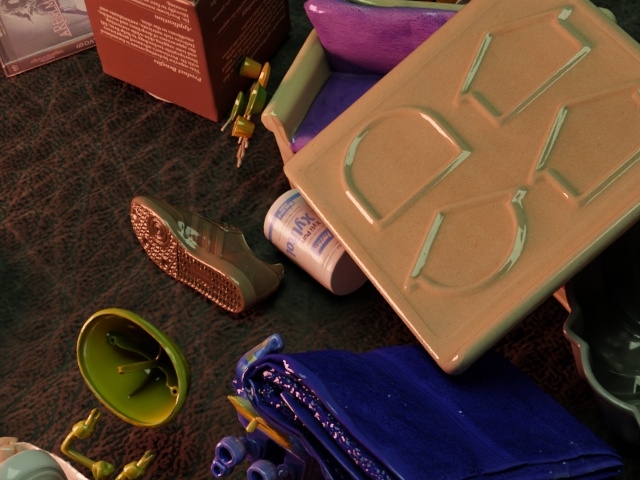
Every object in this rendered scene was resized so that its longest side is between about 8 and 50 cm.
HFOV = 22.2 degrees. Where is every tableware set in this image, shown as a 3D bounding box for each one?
[{"bbox_3d":[-0.080,-0.152,1.758,0.024,0.104,0.154,18,27,-10],"label":"tableware set"}]

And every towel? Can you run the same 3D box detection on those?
[{"bbox_3d":[0.108,0.161,1.375,0.308,0.076,0.227,1,38,-49],"label":"towel"}]

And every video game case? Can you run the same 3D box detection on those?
[{"bbox_3d":[-0.283,-0.312,2.009,0.274,0.026,0.196,-21,49,-10],"label":"video game case"}]

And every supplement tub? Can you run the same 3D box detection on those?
[{"bbox_3d":[0.000,0.000,1.657,0.071,0.071,0.107,-37,52,-22],"label":"supplement tub"}]

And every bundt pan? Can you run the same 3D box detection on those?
[{"bbox_3d":[0.384,0.095,1.473,0.331,0.124,0.330,-4,50,5],"label":"bundt pan"}]

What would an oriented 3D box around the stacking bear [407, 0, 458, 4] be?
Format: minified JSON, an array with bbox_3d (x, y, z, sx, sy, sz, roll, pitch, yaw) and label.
[{"bbox_3d":[0.136,-0.342,1.881,0.289,0.164,0.175,-23,46,4],"label":"stacking bear"}]

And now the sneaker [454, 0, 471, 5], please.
[{"bbox_3d":[0.239,-0.181,1.779,0.275,0.107,0.110,33,80,37],"label":"sneaker"}]

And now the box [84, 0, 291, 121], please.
[{"bbox_3d":[-0.150,-0.278,1.822,0.168,0.203,0.167,25,61,19],"label":"box"}]

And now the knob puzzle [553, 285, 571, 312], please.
[{"bbox_3d":[0.274,-0.029,1.666,0.213,0.030,0.213,-5,48,6],"label":"knob puzzle"}]

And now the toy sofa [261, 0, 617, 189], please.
[{"bbox_3d":[0.131,-0.136,1.665,0.363,0.177,0.150,9,51,24],"label":"toy sofa"}]

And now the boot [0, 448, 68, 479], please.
[{"bbox_3d":[-0.215,0.290,1.321,0.095,0.258,0.123,-27,52,-32],"label":"boot"}]

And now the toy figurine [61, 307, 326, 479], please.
[{"bbox_3d":[-0.034,0.185,1.491,0.362,0.191,0.217,32,32,28],"label":"toy figurine"}]

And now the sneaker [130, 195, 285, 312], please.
[{"bbox_3d":[-0.117,0.009,1.686,0.071,0.066,0.188,-28,54,-37],"label":"sneaker"}]

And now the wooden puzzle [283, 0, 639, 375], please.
[{"bbox_3d":[0.167,-0.071,1.498,0.322,0.080,0.348,-41,46,3],"label":"wooden puzzle"}]

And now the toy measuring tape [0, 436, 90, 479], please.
[{"bbox_3d":[-0.201,0.265,1.431,0.330,0.121,0.121,21,55,33],"label":"toy measuring tape"}]
